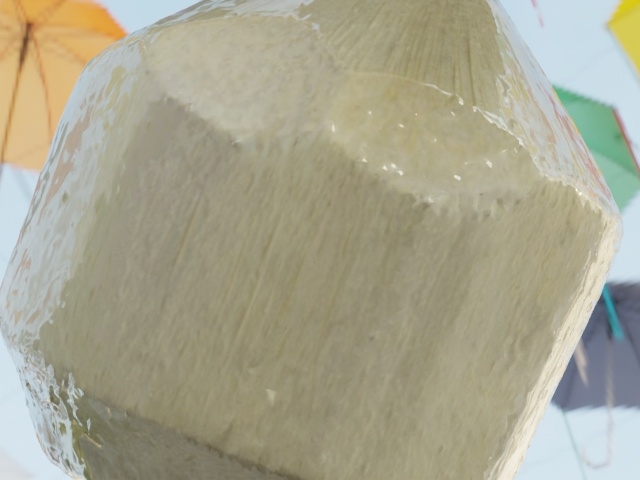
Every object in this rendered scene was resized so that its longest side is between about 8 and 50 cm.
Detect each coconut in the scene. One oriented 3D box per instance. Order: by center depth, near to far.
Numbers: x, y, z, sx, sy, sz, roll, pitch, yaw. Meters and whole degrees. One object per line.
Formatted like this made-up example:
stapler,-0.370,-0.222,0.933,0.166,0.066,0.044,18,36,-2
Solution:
coconut,0.000,0.000,0.685,0.237,0.237,0.266,26,-88,-27
